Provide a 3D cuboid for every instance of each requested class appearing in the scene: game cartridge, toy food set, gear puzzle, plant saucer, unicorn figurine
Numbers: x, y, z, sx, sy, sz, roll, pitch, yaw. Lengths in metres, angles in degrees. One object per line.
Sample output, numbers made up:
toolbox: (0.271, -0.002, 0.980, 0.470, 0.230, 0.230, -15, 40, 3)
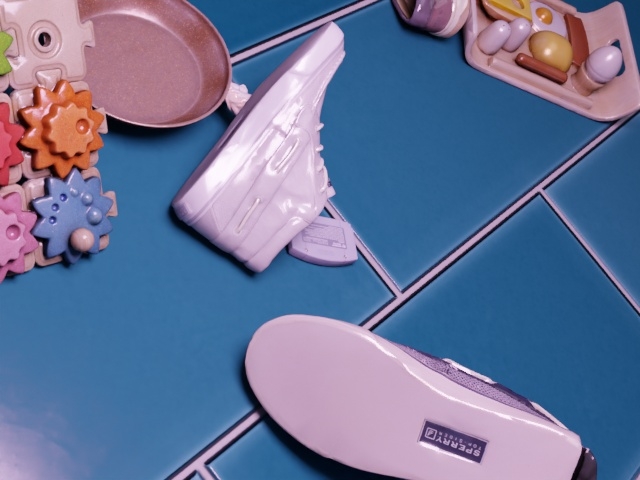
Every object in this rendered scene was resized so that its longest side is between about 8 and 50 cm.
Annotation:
game cartridge: (0.000, 0.000, 1.145, 0.083, 0.017, 0.056, 11, 52, -30)
toy food set: (0.328, -0.317, 1.539, 0.306, 0.092, 0.220, 19, 52, -25)
gear puzzle: (-0.254, -0.135, 0.904, 0.175, 0.044, 0.339, -18, 109, -42)
plant saucer: (-0.191, -0.188, 1.110, 0.198, 0.036, 0.199, 14, 53, -19)
unicorn figurine: (-0.057, -0.121, 1.151, 0.111, 0.060, 0.162, 2, 65, -22)

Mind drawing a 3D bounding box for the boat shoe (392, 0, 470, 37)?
boat shoe: (0.118, -0.407, 1.446, 0.092, 0.103, 0.285, 1, 67, -41)

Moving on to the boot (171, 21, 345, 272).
boot: (-0.030, -0.092, 1.092, 0.123, 0.095, 0.258, 41, 79, -16)

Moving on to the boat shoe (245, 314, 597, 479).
boat shoe: (0.093, 0.169, 1.044, 0.340, 0.127, 0.158, 26, 2, 6)
